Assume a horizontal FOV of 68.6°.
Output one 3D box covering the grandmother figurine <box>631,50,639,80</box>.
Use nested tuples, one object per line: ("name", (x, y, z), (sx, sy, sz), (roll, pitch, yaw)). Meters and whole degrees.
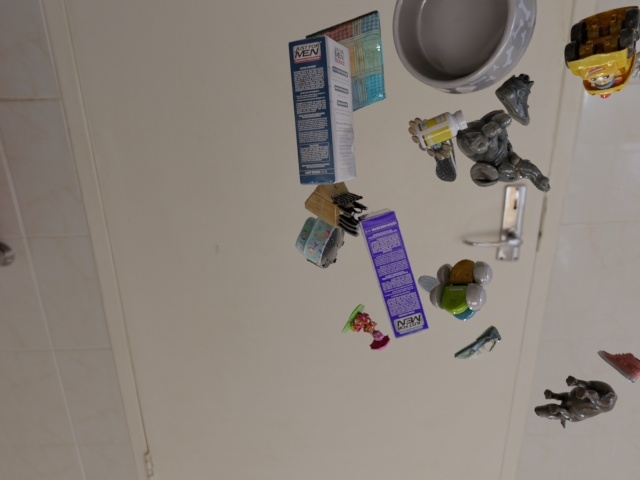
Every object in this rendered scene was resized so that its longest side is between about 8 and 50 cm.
("grandmother figurine", (1.018, -0.465, 1.261), (0.104, 0.208, 0.342), (14, -171, -46))

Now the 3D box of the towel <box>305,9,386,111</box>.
("towel", (0.104, -0.612, 1.695), (0.271, 0.370, 0.040), (-23, -124, -4))

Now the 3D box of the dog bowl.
("dog bowl", (0.332, -0.534, 1.144), (0.348, 0.349, 0.102), (14, -155, 36))

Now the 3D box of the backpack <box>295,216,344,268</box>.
("backpack", (0.000, 0.000, 2.131), (0.191, 0.225, 0.253), (26, 175, 9))

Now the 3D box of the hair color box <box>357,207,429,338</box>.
("hair color box", (0.204, 0.084, 1.341), (0.110, 0.339, 0.185), (-16, -174, 5))

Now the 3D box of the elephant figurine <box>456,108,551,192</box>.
("elephant figurine", (0.490, -0.223, 1.302), (0.169, 0.239, 0.186), (-31, -155, 16))

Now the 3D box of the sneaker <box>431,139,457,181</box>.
("sneaker", (0.480, -0.318, 1.761), (0.084, 0.235, 0.097), (16, -117, 30))

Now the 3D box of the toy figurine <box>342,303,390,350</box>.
("toy figurine", (0.180, 0.322, 1.686), (0.159, 0.173, 0.130), (37, -117, 18))

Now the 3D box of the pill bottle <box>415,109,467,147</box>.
("pill bottle", (0.302, -0.281, 1.171), (0.116, 0.065, 0.065), (-19, -166, 20))

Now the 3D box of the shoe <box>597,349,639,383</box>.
("shoe", (1.094, 0.435, 1.701), (0.063, 0.081, 0.178), (34, -168, -15))

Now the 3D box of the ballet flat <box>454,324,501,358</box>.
("ballet flat", (0.524, 0.350, 1.542), (0.188, 0.070, 0.070), (-30, -151, -19))

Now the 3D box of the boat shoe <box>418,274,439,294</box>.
("boat shoe", (0.521, 0.226, 2.095), (0.226, 0.083, 0.076), (28, 163, -12))

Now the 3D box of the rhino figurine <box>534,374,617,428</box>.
("rhino figurine", (0.590, 0.388, 1.104), (0.106, 0.243, 0.073), (13, -126, -3))

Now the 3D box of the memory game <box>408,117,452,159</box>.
("memory game", (0.376, -0.350, 1.620), (0.012, 0.186, 0.186), (-47, -145, -11))

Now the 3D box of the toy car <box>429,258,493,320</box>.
("toy car", (0.416, 0.149, 1.351), (0.159, 0.136, 0.182), (-7, -137, 43))

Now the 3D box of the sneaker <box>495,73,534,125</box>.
("sneaker", (0.749, -0.528, 1.742), (0.227, 0.130, 0.087), (37, -171, -36))

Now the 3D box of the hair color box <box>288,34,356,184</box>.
("hair color box", (0.011, -0.324, 1.214), (0.105, 0.348, 0.174), (0, -170, 22))

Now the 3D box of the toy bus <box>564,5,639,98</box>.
("toy bus", (0.725, -0.447, 1.194), (0.149, 0.211, 0.220), (3, -133, 40))

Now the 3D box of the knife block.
("knife block", (0.064, -0.097, 1.706), (0.088, 0.242, 0.275), (-19, 168, -28))
